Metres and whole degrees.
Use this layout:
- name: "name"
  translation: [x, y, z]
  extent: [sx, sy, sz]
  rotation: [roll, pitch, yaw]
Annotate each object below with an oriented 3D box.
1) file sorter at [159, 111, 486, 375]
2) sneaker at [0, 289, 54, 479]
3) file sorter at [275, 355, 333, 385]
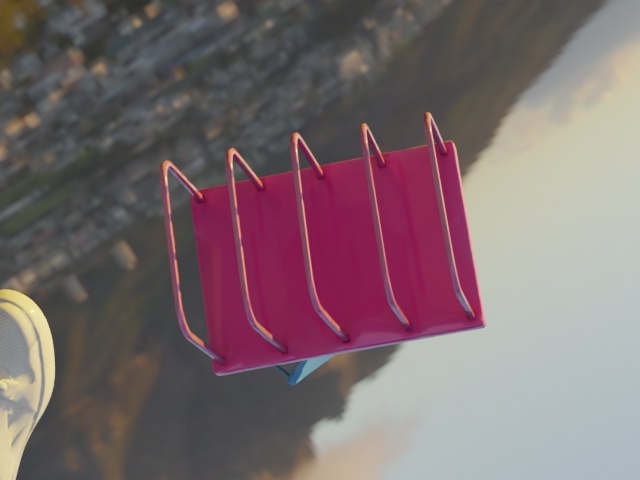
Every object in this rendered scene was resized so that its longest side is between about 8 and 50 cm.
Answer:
- name: "file sorter"
  translation: [0.000, 0.000, 1.815]
  extent: [0.290, 0.202, 0.182]
  rotation: [-11, 165, 9]
- name: "sneaker"
  translation: [-0.379, 0.209, 1.937]
  extent: [0.169, 0.108, 0.293]
  rotation: [-45, 151, -66]
- name: "file sorter"
  translation: [-0.012, 0.086, 2.290]
  extent: [0.118, 0.104, 0.170]
  rotation: [-59, 166, 26]
